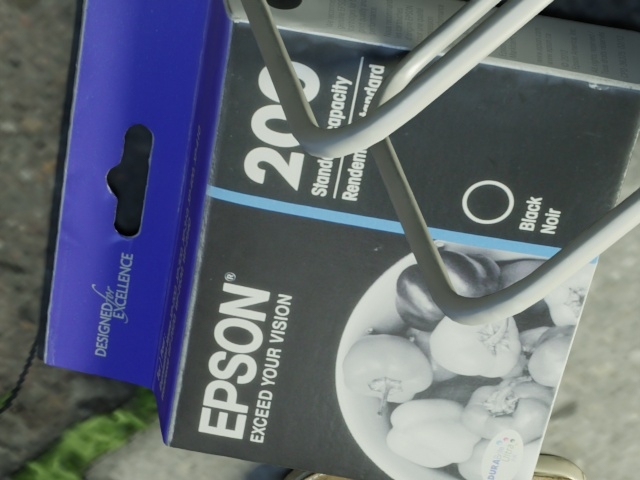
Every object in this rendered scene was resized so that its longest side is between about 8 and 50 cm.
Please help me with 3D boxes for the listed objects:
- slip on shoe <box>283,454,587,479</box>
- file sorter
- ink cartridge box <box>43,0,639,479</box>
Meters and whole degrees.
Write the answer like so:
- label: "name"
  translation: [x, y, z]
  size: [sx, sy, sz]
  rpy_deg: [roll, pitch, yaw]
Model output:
- label: "slip on shoe"
  translation: [0.047, 0.118, 0.792]
  size: [0.135, 0.041, 0.051]
  rpy_deg: [2, 125, 3]
- label: "file sorter"
  translation: [0.008, -0.146, 0.495]
  size: [0.173, 0.193, 0.278]
  rpy_deg: [-39, 115, 10]
- label: "ink cartridge box"
  translation: [0.000, 0.000, 0.712]
  size: [0.208, 0.045, 0.206]
  rpy_deg: [10, 125, -1]
